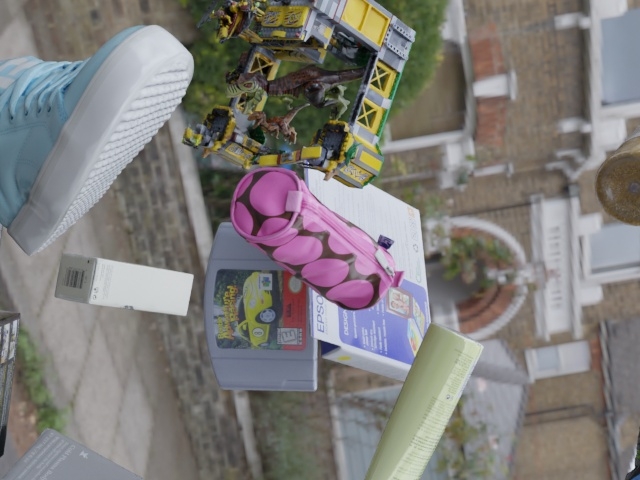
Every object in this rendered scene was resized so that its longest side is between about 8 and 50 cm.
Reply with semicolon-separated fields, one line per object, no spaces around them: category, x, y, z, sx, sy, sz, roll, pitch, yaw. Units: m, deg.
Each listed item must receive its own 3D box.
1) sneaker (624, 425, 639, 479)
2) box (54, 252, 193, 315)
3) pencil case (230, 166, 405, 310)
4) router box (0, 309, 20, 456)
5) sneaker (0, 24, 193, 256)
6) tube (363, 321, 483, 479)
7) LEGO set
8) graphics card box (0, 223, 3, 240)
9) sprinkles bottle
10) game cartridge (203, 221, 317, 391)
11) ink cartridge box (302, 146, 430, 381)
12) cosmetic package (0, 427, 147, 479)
sneaker;0.428;0.275;1.290;0.078;0.067;0.188;-43;150;-69
box;-0.394;0.091;2.077;0.275;0.113;0.094;14;84;-52
pencil case;0.000;0.000;1.084;0.209;0.098;0.095;34;73;-47
router box;-0.390;0.173;1.175;0.133;0.046;0.179;-167;-95;-87
sneaker;-0.238;-0.102;0.878;0.150;0.135;0.366;46;-37;-7
tube;0.091;0.203;1.057;0.240;0.070;0.062;-66;-167;0
LEGO set;-0.061;-0.204;1.224;0.331;0.192;0.255;25;-90;47
graphics card box;-0.603;-0.008;1.563;0.233;0.094;0.371;44;32;-45
sprinkles bottle;0.535;-0.134;1.609;0.355;0.121;0.121;-35;121;-53
game cartridge;-0.102;0.115;1.763;0.060;0.196;0.294;-48;138;-80
ink cartridge box;0.058;0.047;1.584;0.307;0.072;0.304;23;56;-43
cosmetic package;-0.302;0.368;1.363;0.127;0.238;0.107;-52;154;-42
